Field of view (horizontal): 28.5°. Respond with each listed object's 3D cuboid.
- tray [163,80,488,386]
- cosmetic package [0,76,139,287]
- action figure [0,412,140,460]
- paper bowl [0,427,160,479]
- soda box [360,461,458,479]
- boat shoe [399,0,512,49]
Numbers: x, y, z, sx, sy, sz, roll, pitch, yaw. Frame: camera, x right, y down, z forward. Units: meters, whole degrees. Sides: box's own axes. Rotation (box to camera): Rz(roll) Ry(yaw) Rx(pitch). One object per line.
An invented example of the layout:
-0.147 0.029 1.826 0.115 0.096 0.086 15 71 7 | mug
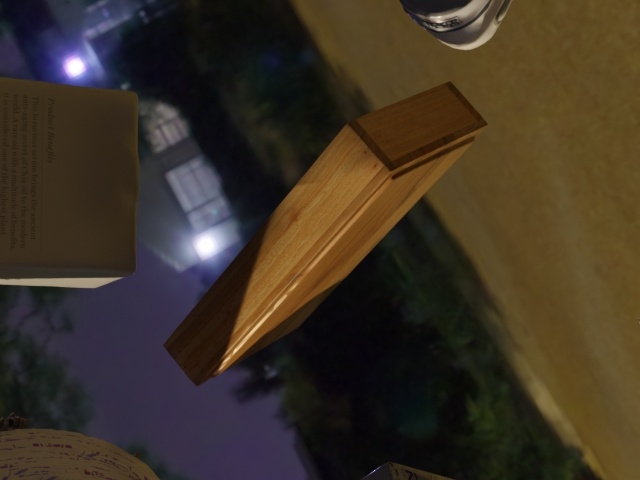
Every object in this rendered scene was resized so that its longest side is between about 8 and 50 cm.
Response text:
0.000 0.000 1.427 0.076 0.411 0.203 49 -141 11 | tray
-0.452 -0.072 1.474 0.161 0.453 0.230 -20 68 61 | cosmetic package
-0.358 0.274 1.446 0.185 0.285 0.099 -69 -11 -56 | action figure
-0.244 0.275 0.996 0.284 0.284 0.148 62 175 -34 | paper bowl
-0.009 0.266 0.873 0.098 0.286 0.091 23 -142 -42 | soda box
0.185 -0.351 1.202 0.136 0.367 0.156 13 172 26 | boat shoe
